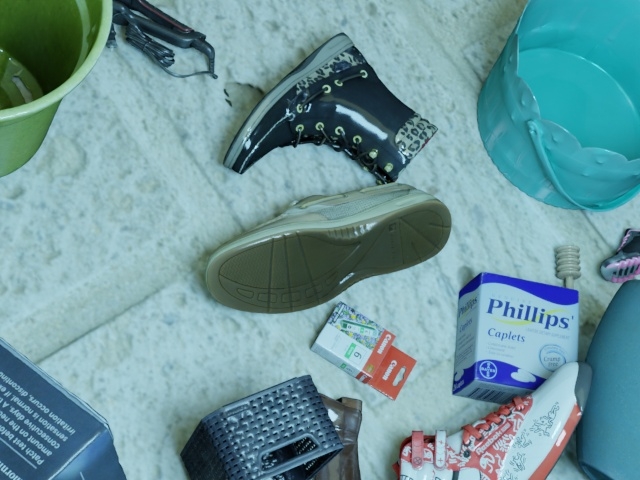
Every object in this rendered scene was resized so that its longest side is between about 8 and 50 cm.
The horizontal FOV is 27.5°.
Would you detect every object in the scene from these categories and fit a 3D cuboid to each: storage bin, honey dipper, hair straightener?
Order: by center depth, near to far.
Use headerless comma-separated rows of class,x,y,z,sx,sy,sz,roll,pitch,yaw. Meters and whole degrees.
storage bin,-0.064,0.216,1.344,0.122,0.180,0.084,-19,73,-22
hair straightener,-0.227,-0.252,1.583,0.230,0.047,0.089,33,63,-5
honey dipper,0.303,0.085,1.588,0.031,0.030,0.160,7,70,-13

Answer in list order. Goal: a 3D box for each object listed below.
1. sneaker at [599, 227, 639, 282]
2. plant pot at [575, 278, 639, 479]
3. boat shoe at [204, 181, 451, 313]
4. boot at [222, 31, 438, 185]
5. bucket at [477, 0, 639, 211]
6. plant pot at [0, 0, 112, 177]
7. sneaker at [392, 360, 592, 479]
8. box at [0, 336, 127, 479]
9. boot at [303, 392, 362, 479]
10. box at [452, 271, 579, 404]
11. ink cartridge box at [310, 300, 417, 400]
sneaker,0.391,0.012,1.638,0.119,0.047,0.057,-19,59,-26
plant pot,0.395,0.208,1.438,0.290,0.290,0.195,39,81,3
boat shoe,0.000,0.000,1.509,0.302,0.109,0.098,-17,33,-21
boot,0.016,-0.123,1.566,0.178,0.085,0.236,42,63,2
bucket,0.338,-0.179,1.623,0.281,0.183,0.281,5,67,-12
plant pot,-0.373,-0.193,1.395,0.276,0.254,0.276,6,67,-13
sneaker,0.173,0.221,1.411,0.145,0.090,0.270,30,93,3
box,-0.361,0.310,1.130,0.212,0.293,0.395,32,61,27
boot,-0.003,0.226,1.440,0.106,0.037,0.114,8,70,-10
box,0.229,0.119,1.527,0.126,0.072,0.137,11,64,-11
ink cartridge box,0.053,0.127,1.499,0.115,0.029,0.063,32,63,0
